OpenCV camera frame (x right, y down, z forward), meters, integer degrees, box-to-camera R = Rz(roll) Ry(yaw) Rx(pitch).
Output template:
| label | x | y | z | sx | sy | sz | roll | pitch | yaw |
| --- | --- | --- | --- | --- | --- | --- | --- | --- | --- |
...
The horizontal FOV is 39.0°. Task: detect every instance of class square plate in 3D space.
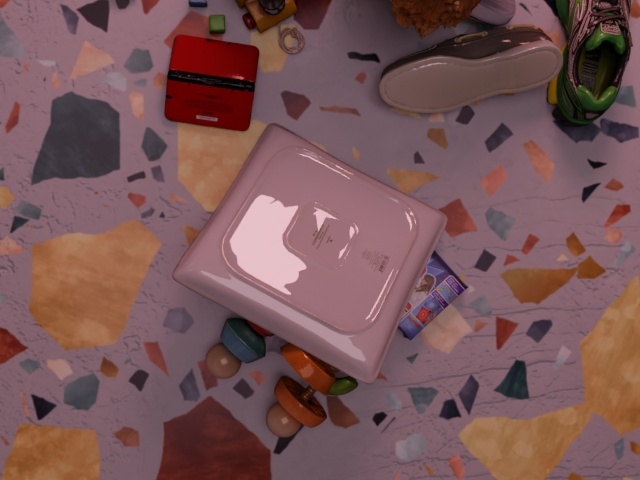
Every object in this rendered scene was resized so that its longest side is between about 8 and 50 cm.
| label | x | y | z | sx | sy | sz | roll | pitch | yaw |
| --- | --- | --- | --- | --- | --- | --- | --- | --- | --- |
| square plate | 0.000 | 0.000 | 1.416 | 0.344 | 0.049 | 0.347 | 28 | 59 | 1 |

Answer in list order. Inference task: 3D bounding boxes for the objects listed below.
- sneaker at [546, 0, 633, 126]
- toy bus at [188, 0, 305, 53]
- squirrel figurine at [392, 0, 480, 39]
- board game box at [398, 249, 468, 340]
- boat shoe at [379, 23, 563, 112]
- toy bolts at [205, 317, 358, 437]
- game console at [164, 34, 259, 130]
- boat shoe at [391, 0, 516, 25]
| label | x | y | z | sx | sy | sz | roll | pitch | yaw |
| --- | --- | --- | --- | --- | --- | --- | --- | --- | --- |
| sneaker | 0.471 | -0.365 | 1.498 | 0.134 | 0.146 | 0.344 | 4 | 91 | -6 |
| toy bus | -0.103 | -0.423 | 1.461 | 0.202 | 0.104 | 0.191 | 13 | 91 | -5 |
| squirrel figurine | 0.135 | -0.493 | 1.267 | 0.370 | 0.281 | 0.397 | -28 | 100 | -19 |
| board game box | 0.134 | 0.050 | 1.536 | 0.136 | 0.035 | 0.201 | -42 | 95 | -3 |
| boat shoe | 0.243 | -0.291 | 1.507 | 0.304 | 0.091 | 0.109 | -11 | 135 | -1 |
| toy bolts | -0.083 | 0.210 | 1.451 | 0.228 | 0.218 | 0.158 | 45 | 94 | 13 |
| game console | -0.181 | -0.262 | 1.505 | 0.143 | 0.085 | 0.124 | 8 | 122 | -5 |
| boat shoe | 0.182 | -0.426 | 1.496 | 0.302 | 0.094 | 0.109 | 20 | 54 | -19 |
